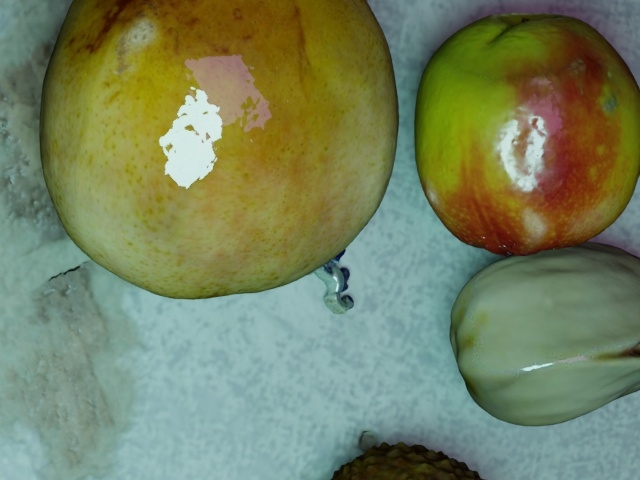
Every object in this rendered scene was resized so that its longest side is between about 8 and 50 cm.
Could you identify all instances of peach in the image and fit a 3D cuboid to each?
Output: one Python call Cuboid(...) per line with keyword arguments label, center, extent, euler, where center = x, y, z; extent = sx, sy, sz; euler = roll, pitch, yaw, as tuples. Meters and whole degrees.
Cuboid(label="peach", center=(0.193, -0.099, 1.221), extent=(0.231, 0.231, 0.231), euler=(0, 89, -23))

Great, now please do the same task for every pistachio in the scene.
Cuboid(label="pistachio", center=(0.245, 0.085, 1.251), extent=(0.288, 0.197, 0.166), euler=(-11, 97, -34))

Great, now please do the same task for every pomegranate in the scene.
Cuboid(label="pomegranate", center=(-0.089, -0.091, 1.069), extent=(0.319, 0.319, 0.319), euler=(0, 89, -23))

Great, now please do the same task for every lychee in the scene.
Cuboid(label="lychee", center=(0.078, 0.283, 1.182), extent=(0.238, 0.200, 0.200), euler=(11, 85, -38))

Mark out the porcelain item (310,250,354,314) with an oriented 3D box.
Cuboid(label="porcelain item", center=(0.000, 0.000, 1.237), extent=(0.136, 0.021, 0.075), euler=(51, 55, -25))
